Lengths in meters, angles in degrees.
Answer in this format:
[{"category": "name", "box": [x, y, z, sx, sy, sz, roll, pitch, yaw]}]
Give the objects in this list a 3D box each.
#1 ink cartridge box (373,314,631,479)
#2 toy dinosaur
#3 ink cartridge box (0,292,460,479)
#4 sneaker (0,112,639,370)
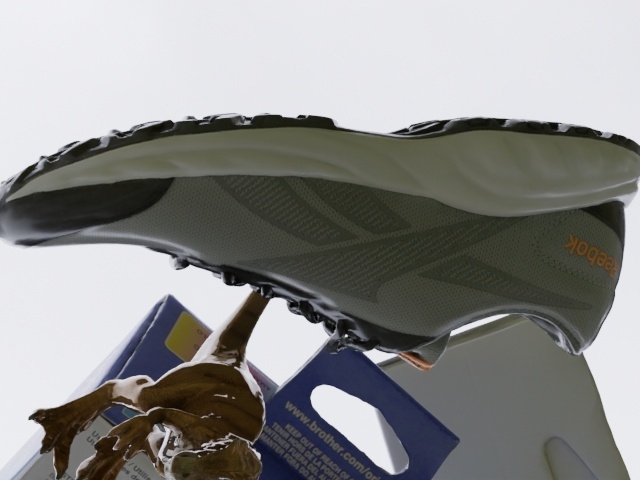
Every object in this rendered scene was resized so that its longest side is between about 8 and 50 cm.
[{"category": "ink cartridge box", "box": [0.180, 0.257, 1.293, 0.166, 0.395, 0.285, -20, -115, 4]}, {"category": "toy dinosaur", "box": [-0.048, 0.065, 0.631, 0.211, 0.112, 0.064, -90, -20, -69]}, {"category": "ink cartridge box", "box": [-0.088, 0.225, 0.944, 0.270, 0.395, 0.151, 41, -153, -7]}, {"category": "sneaker", "box": [0.000, 0.000, 0.653, 0.271, 0.100, 0.108, 2, -86, -8]}]
